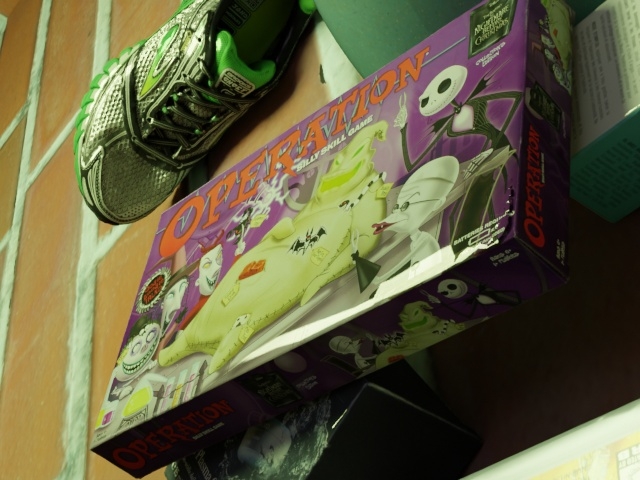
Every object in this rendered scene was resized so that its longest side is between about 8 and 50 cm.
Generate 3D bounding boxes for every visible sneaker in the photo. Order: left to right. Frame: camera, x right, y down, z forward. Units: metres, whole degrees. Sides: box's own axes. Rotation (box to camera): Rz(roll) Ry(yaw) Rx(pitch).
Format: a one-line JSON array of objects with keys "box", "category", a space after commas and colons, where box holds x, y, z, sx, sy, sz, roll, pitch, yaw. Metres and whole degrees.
[{"box": [-0.126, -0.158, 1.186, 0.343, 0.134, 0.146, -55, 28, 11], "category": "sneaker"}]

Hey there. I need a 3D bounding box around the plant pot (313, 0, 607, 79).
[{"box": [0.090, -0.228, 0.811, 0.290, 0.195, 0.290, -40, 34, 35], "category": "plant pot"}]

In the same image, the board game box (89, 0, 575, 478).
[{"box": [0.000, 0.000, 0.731, 0.347, 0.056, 0.208, -30, 31, 37], "category": "board game box"}]

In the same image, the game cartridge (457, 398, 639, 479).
[{"box": [0.127, 0.176, 0.527, 0.297, 0.062, 0.198, -36, 32, 40], "category": "game cartridge"}]

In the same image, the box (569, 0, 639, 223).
[{"box": [0.220, -0.117, 0.628, 0.244, 0.060, 0.100, -38, 35, 38], "category": "box"}]

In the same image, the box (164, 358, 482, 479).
[{"box": [-0.006, 0.134, 0.750, 0.158, 0.093, 0.156, -57, 27, 6], "category": "box"}]
